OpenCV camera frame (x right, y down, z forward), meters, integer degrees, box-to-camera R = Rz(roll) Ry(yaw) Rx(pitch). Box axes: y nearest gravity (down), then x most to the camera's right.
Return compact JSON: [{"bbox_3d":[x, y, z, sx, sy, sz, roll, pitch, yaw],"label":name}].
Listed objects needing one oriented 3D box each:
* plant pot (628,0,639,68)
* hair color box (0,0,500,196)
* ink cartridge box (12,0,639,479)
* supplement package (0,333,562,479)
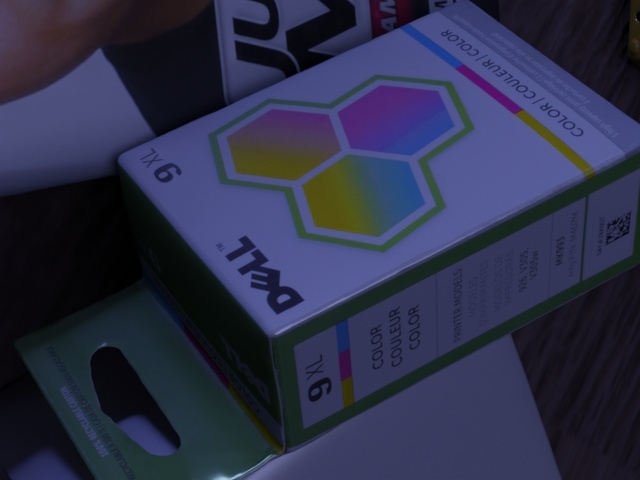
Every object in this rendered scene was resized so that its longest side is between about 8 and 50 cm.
[{"bbox_3d":[0.216,-0.122,0.728,0.083,0.081,0.081,-1,97,-21],"label":"plant pot"},{"bbox_3d":[-0.112,-0.116,0.490,0.375,0.114,0.185,-13,104,-30],"label":"hair color box"},{"bbox_3d":[0.000,0.000,0.460,0.209,0.109,0.062,-26,136,-19],"label":"ink cartridge box"},{"bbox_3d":[0.005,0.171,0.566,0.175,0.177,0.293,-32,113,-25],"label":"supplement package"}]
